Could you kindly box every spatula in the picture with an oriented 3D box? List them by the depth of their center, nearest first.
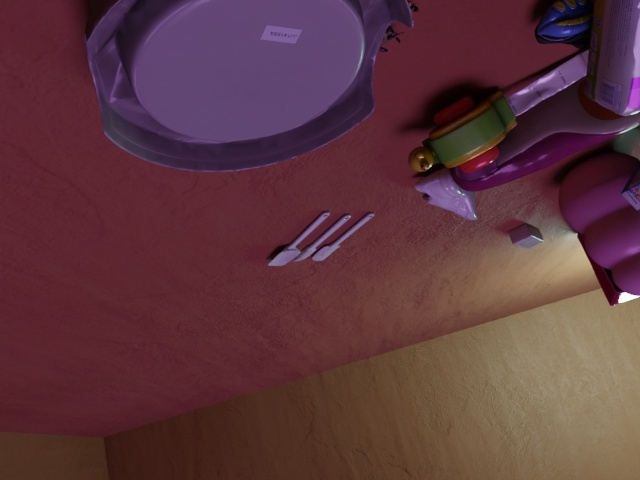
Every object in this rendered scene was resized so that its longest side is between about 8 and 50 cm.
[{"bbox_3d":[0.000,0.000,1.311,0.168,0.019,0.242,1,153,-35],"label":"spatula"}]

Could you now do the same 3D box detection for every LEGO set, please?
[{"bbox_3d":[0.084,-0.265,0.726,0.083,0.023,0.054,-39,154,18],"label":"LEGO set"}]

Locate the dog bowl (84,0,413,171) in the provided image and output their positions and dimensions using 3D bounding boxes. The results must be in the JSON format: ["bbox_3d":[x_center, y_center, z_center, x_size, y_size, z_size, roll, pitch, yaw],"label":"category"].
[{"bbox_3d":[-0.080,-0.209,0.629,0.348,0.102,0.349,-15,159,-6],"label":"dog bowl"}]

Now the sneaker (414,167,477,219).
[{"bbox_3d":[0.263,-0.094,1.217,0.094,0.080,0.212,-14,155,28],"label":"sneaker"}]

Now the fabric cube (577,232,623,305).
[{"bbox_3d":[0.916,0.018,1.689,0.254,0.259,0.258,-24,158,15],"label":"fabric cube"}]

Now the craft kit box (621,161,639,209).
[{"bbox_3d":[0.744,-0.193,1.142,0.250,0.061,0.246,-43,178,-34],"label":"craft kit box"}]

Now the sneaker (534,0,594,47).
[{"bbox_3d":[0.377,-0.307,0.791,0.188,0.067,0.078,-15,180,-9],"label":"sneaker"}]

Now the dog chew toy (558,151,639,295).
[{"bbox_3d":[0.674,-0.028,1.299,0.206,0.332,0.207,-15,159,-6],"label":"dog chew toy"}]

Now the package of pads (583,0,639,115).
[{"bbox_3d":[0.482,-0.299,0.698,0.296,0.101,0.229,-16,128,-2],"label":"package of pads"}]

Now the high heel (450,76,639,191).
[{"bbox_3d":[0.410,-0.187,1.023,0.377,0.127,0.181,-13,162,19],"label":"high heel"}]

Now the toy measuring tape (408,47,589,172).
[{"bbox_3d":[0.283,-0.196,0.902,0.330,0.121,0.121,-28,156,17],"label":"toy measuring tape"}]

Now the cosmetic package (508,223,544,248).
[{"bbox_3d":[0.593,-0.011,1.679,0.060,0.041,0.115,-29,155,30],"label":"cosmetic package"}]
